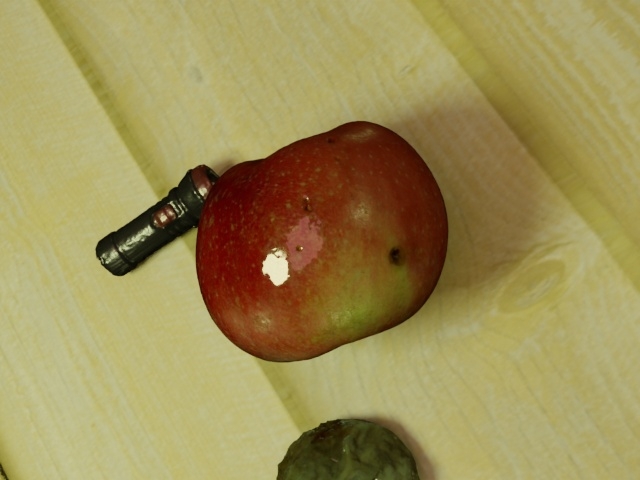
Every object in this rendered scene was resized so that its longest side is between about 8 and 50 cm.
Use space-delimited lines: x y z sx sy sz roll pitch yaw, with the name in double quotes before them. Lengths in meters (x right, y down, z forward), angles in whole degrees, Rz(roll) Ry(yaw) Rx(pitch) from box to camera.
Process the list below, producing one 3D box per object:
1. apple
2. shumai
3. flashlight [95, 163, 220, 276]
"apple" 0.000 0.000 1.222 0.349 0.348 0.276 -18 93 14
"shumai" 0.013 0.374 1.230 0.222 0.204 0.271 14 82 18
"flashlight" -0.253 -0.027 1.433 0.232 0.093 0.093 -33 74 10
